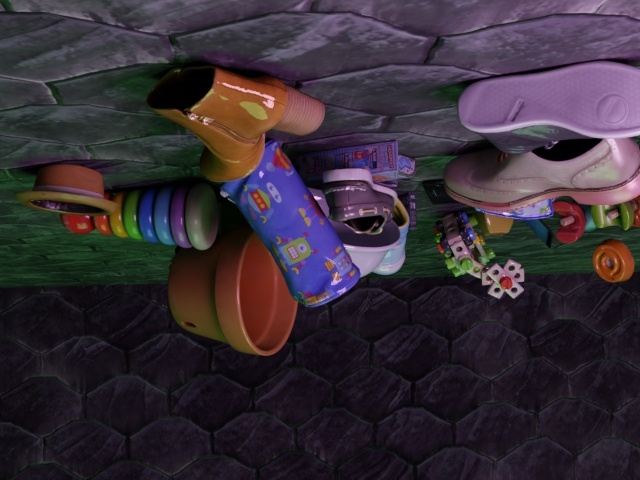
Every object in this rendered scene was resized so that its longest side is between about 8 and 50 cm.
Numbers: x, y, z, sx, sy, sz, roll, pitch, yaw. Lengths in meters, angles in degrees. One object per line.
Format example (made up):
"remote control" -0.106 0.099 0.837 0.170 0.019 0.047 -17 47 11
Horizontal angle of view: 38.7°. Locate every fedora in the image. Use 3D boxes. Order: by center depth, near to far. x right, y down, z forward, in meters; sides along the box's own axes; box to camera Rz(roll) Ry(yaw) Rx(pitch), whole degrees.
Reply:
"fedora" -0.474 -0.098 1.720 0.194 0.079 0.194 4 170 1

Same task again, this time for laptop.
"laptop" 0.371 -0.054 2.013 0.264 0.136 0.234 -4 171 12

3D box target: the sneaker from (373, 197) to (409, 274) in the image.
"sneaker" 0.054 -0.064 2.014 0.319 0.127 0.208 20 140 5

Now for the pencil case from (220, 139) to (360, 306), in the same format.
"pencil case" -0.058 -0.026 1.590 0.133 0.306 0.119 -32 -171 8

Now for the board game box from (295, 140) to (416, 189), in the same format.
"board game box" 0.088 -0.132 1.692 0.194 0.060 0.194 -8 170 37

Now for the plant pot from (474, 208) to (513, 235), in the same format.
"plant pot" 0.421 -0.055 2.195 0.082 0.083 0.081 0 171 -6

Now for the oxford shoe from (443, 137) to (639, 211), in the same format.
"oxford shoe" 0.363 -0.146 1.573 0.397 0.140 0.146 -4 142 44

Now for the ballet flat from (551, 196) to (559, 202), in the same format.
"ballet flat" 0.507 -0.089 2.142 0.114 0.041 0.041 -4 171 10

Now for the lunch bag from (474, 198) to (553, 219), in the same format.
"lunch bag" 0.357 -0.096 1.756 0.151 0.096 0.129 -8 -161 1

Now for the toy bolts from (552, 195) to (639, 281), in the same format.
"toy bolts" 0.671 -0.033 2.107 0.158 0.218 0.228 -20 -161 -31

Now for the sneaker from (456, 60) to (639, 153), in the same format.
"sneaker" 0.355 -0.184 1.302 0.296 0.104 0.147 1 175 22

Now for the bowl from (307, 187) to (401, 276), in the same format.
"bowl" 0.000 0.000 1.813 0.298 0.134 0.298 17 -158 -7

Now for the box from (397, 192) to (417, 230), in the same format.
"box" 0.193 -0.063 2.088 0.018 0.083 0.067 3 169 -28

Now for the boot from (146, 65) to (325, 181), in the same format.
"boot" -0.158 -0.171 1.297 0.211 0.104 0.295 12 160 -38

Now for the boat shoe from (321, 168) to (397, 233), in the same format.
"boat shoe" 0.073 -0.058 1.662 0.109 0.091 0.305 -5 171 16

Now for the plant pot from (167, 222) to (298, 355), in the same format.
"plant pot" -0.198 0.104 2.005 0.204 0.290 0.291 -1 173 24

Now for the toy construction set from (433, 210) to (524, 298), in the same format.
"toy construction set" 0.381 0.039 2.299 0.151 0.215 0.327 -31 -159 -2

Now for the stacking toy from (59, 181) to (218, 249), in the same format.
"stacking toy" -0.388 -0.050 1.911 0.330 0.141 0.141 0 172 11

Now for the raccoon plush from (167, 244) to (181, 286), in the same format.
"raccoon plush" -0.187 0.065 2.432 0.299 0.216 0.446 9 -151 39

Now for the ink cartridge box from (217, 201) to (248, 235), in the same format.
"ink cartridge box" -0.274 -0.030 2.156 0.255 0.097 0.189 1 171 -27
